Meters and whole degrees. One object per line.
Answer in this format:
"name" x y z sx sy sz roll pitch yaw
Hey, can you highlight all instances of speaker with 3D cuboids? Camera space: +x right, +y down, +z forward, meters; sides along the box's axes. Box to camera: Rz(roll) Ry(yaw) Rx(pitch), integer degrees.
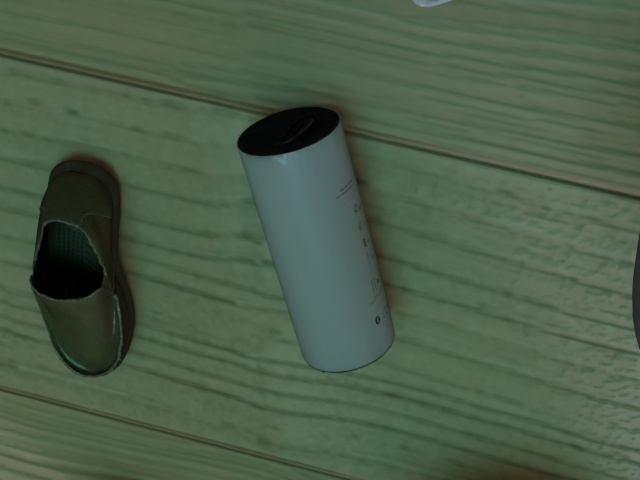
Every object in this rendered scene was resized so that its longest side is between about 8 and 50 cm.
"speaker" 0.000 0.000 0.553 0.055 0.055 0.136 -5 122 18

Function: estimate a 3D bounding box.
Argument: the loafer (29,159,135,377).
"loafer" -0.142 0.026 0.610 0.056 0.050 0.148 7 124 10

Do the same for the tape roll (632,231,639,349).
"tape roll" 0.194 -0.039 0.376 0.072 0.219 0.219 21 126 0

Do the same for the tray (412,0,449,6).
"tray" 0.068 -0.230 0.364 0.145 0.030 0.270 -24 123 -21
